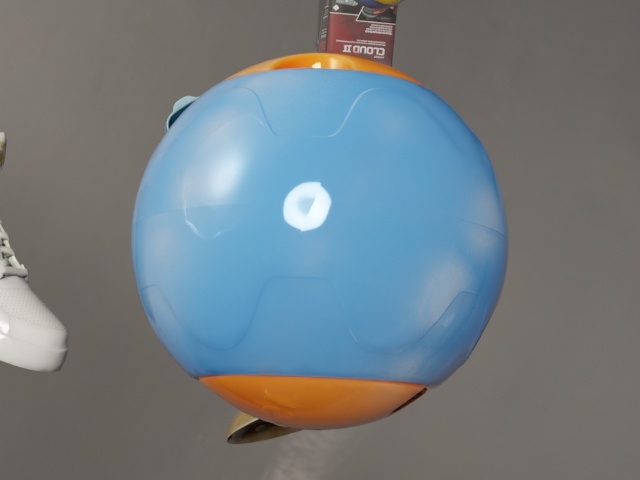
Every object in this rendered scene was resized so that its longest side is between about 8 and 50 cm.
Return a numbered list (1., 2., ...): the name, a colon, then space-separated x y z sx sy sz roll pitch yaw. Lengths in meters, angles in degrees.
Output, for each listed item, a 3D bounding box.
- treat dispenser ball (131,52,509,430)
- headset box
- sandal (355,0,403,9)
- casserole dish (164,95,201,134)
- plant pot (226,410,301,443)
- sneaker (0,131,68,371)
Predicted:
1. treat dispenser ball: 0.000 0.000 0.923 0.288 0.288 0.288 -20 118 -42
2. headset box: 0.059 -0.388 1.906 0.110 0.218 0.293 5 97 -5
3. sandal: 0.007 -0.323 1.031 0.126 0.138 0.317 14 52 -44
4. casserole dish: -0.189 -0.150 1.989 0.114 0.037 0.188 -38 104 -33
5. plant pot: -0.014 0.211 1.560 0.236 0.236 0.032 -1 65 -48
6. sneaker: -0.322 -0.017 1.103 0.169 0.292 0.108 -58 165 5
